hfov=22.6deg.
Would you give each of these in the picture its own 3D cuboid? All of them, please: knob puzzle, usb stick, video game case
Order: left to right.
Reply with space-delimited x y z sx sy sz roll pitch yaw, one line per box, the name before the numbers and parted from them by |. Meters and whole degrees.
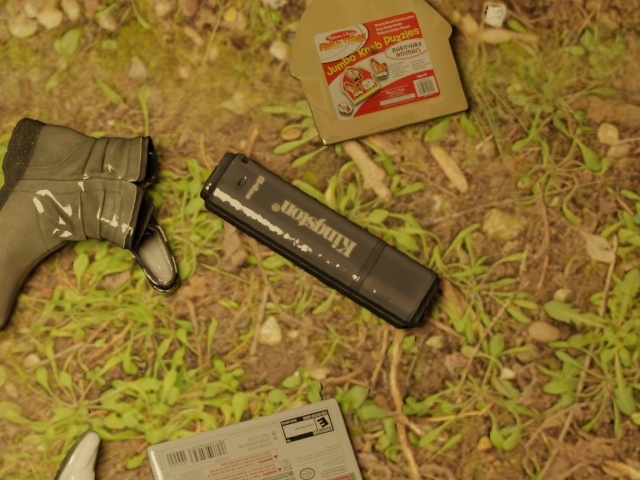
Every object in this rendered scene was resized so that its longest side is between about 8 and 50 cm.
video game case | -0.054 0.280 1.659 0.212 0.023 0.193 -13 73 -18
usb stick | 0.000 0.000 1.745 0.278 0.045 0.077 32 76 3
knob puzzle | 0.055 -0.213 1.811 0.213 0.030 0.213 1 77 -5

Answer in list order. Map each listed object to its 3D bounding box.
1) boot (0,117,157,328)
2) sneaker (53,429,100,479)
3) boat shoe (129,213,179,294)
boot | -0.268 -0.012 1.690 0.161 0.083 0.246 12 73 8
sneaker | -0.252 0.271 1.655 0.061 0.054 0.152 20 81 -10
boat shoe | -0.190 0.000 1.730 0.046 0.038 0.125 -23 80 -11
